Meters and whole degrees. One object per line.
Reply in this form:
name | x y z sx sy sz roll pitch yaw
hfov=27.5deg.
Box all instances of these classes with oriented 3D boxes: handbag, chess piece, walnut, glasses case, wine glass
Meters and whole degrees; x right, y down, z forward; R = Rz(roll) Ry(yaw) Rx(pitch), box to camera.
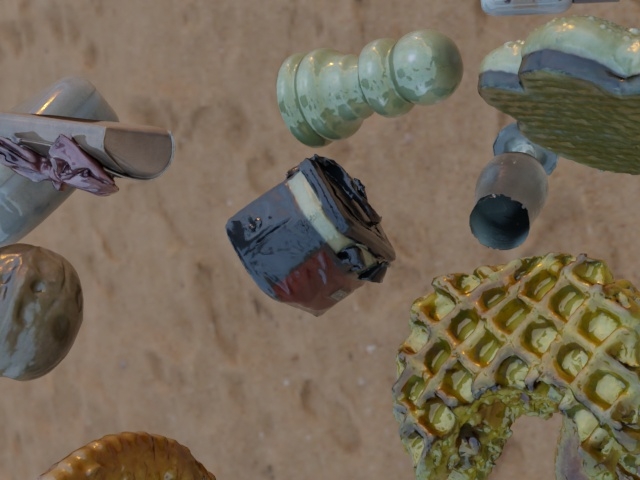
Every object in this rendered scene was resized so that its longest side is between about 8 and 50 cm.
handbag | 0.000 0.000 1.854 0.181 0.254 0.181 -37 68 10
chess piece | 0.080 -0.223 1.811 0.251 0.144 0.144 -13 88 35
walnut | -0.336 0.078 1.463 0.140 0.140 0.162 -28 43 59
glasses case | -0.236 -0.077 1.197 0.193 0.102 0.070 10 97 41
wine glass | 0.267 -0.076 1.790 0.103 0.222 0.103 9 124 14

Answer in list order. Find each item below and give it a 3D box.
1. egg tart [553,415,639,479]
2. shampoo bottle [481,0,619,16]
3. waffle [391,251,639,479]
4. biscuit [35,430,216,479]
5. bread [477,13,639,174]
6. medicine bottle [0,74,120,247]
egg tart | 0.460 0.327 1.730 0.339 0.153 0.351 61 141 18
shampoo bottle | 0.289 -0.308 1.567 0.074 0.192 0.074 -1 -90 -80
waffle | 0.230 0.149 1.415 0.324 0.151 0.261 -10 66 33
biscuit | -0.128 0.246 0.842 0.035 0.254 0.254 1 101 35
bread | 0.221 -0.095 0.893 0.286 0.207 0.056 12 77 50
medicine bottle | -0.425 -0.071 1.696 0.375 0.282 0.123 -17 118 48
